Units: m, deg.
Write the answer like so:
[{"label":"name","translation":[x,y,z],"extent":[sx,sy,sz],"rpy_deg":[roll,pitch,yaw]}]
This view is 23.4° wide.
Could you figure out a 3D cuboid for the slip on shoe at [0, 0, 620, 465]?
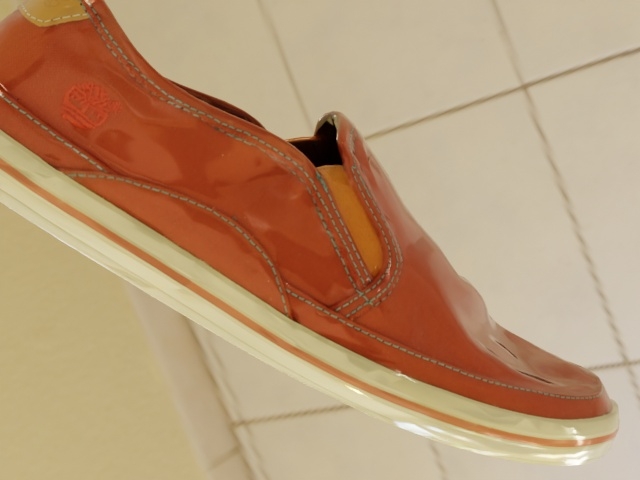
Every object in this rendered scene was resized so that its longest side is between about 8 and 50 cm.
[{"label":"slip on shoe","translation":[0.000,0.000,0.651],"extent":[0.331,0.123,0.101],"rpy_deg":[31,92,-16]}]
